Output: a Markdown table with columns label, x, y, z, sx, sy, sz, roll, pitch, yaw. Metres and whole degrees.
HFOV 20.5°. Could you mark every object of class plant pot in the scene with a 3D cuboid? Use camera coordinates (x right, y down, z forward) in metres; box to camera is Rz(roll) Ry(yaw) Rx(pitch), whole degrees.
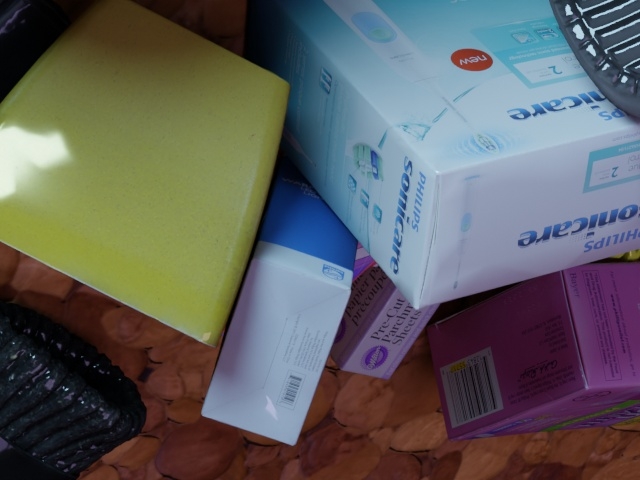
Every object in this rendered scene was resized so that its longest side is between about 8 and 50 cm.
| label | x | y | z | sx | sy | sz | roll | pitch | yaw |
| --- | --- | --- | --- | --- | --- | --- | --- | --- | --- |
| plant pot | -0.127 | -0.057 | 1.263 | 0.212 | 0.212 | 0.187 | 27 | 87 | -3 |

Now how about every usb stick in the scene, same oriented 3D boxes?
| label | x | y | z | sx | sy | sz | roll | pitch | yaw |
| --- | --- | --- | --- | --- | --- | --- | --- | --- | --- |
| usb stick | -0.294 | -0.083 | 1.277 | 0.278 | 0.045 | 0.077 | -41 | 143 | 3 |

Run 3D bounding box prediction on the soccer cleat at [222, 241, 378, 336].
| label | x | y | z | sx | sy | sz | roll | pitch | yaw |
| --- | --- | --- | --- | --- | --- | --- | --- | --- | --- |
| soccer cleat | 0.000 | 0.000 | 1.517 | 0.095 | 0.083 | 0.248 | 18 | 117 | -36 |

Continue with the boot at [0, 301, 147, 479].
| label | x | y | z | sx | sy | sz | roll | pitch | yaw |
| --- | --- | --- | --- | --- | --- | --- | --- | --- | --- |
| boot | -0.326 | 0.158 | 1.387 | 0.260 | 0.131 | 0.348 | -45 | 147 | 17 |

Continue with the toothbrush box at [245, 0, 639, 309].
| label | x | y | z | sx | sy | sz | roll | pitch | yaw |
| --- | --- | --- | --- | --- | --- | --- | --- | --- | --- |
| toothbrush box | 0.099 | -0.101 | 1.338 | 0.216 | 0.295 | 0.126 | -13 | 132 | -23 |

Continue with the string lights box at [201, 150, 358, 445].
| label | x | y | z | sx | sy | sz | roll | pitch | yaw |
| --- | --- | --- | --- | --- | --- | --- | --- | --- | --- |
| string lights box | -0.022 | 0.032 | 1.355 | 0.077 | 0.259 | 0.133 | 18 | 112 | -3 |

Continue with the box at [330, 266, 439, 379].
| label | x | y | z | sx | sy | sz | roll | pitch | yaw |
| --- | --- | --- | --- | --- | --- | --- | --- | --- | --- |
| box | 0.109 | -0.021 | 1.579 | 0.067 | 0.063 | 0.324 | 17 | 114 | -40 |

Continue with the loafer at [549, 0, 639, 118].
| label | x | y | z | sx | sy | sz | roll | pitch | yaw |
| --- | --- | --- | --- | --- | --- | --- | --- | --- | --- |
| loafer | 0.222 | -0.248 | 1.280 | 0.134 | 0.366 | 0.130 | -16 | 158 | 15 |

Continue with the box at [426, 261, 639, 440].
| label | x | y | z | sx | sy | sz | roll | pitch | yaw |
| --- | --- | --- | --- | --- | --- | --- | --- | --- | --- |
| box | 0.264 | 0.104 | 1.672 | 0.243 | 0.117 | 0.213 | -2 | 163 | -33 |

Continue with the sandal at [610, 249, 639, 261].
| label | x | y | z | sx | sy | sz | roll | pitch | yaw |
| --- | --- | --- | --- | --- | --- | --- | --- | --- | --- |
| sandal | 0.323 | -0.058 | 1.658 | 0.317 | 0.126 | 0.138 | -1 | 122 | -43 |
